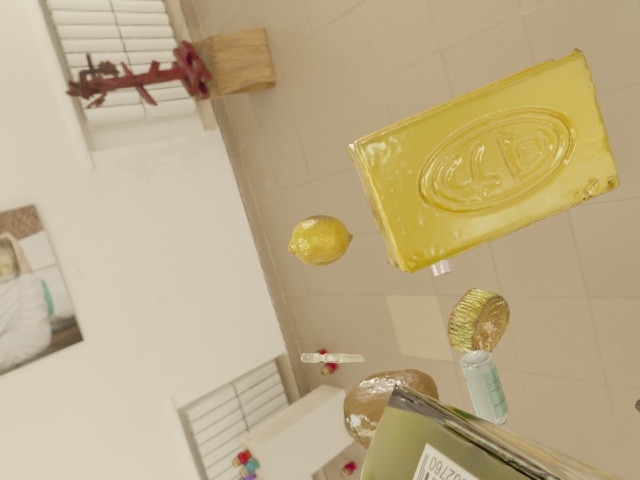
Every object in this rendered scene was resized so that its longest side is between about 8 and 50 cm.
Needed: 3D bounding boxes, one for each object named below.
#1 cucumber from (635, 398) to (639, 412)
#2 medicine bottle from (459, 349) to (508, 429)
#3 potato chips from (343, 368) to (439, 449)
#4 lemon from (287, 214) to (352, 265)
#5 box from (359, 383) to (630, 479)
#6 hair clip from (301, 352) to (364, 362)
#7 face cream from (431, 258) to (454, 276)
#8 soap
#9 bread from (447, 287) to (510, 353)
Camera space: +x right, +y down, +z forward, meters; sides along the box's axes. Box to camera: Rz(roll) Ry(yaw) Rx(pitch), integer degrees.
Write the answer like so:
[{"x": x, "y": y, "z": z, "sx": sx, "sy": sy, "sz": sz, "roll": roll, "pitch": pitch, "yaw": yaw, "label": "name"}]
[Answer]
[{"x": 1.051, "y": 0.539, "z": 1.515, "sx": 0.052, "sy": 0.214, "sz": 0.058, "roll": 35, "pitch": 92, "yaw": 12, "label": "cucumber"}, {"x": 0.560, "y": 0.541, "z": 1.613, "sx": 0.110, "sy": 0.110, "sz": 0.352, "roll": -5, "pitch": 109, "yaw": 51, "label": "medicine bottle"}, {"x": 0.136, "y": 0.333, "z": 0.972, "sx": 0.201, "sy": 0.049, "sz": 0.150, "roll": -16, "pitch": 55, "yaw": 17, "label": "potato chips"}, {"x": 0.000, "y": 0.000, "z": 1.783, "sx": 0.188, "sy": 0.256, "sz": 0.189, "roll": 167, "pitch": 90, "yaw": -68, "label": "lemon"}, {"x": 0.285, "y": 0.298, "z": 0.419, "sx": 0.138, "sy": 0.419, "sz": 0.373, "roll": -66, "pitch": 16, "yaw": -8, "label": "box"}, {"x": 0.037, "y": 0.396, "z": 1.644, "sx": 0.225, "sy": 0.072, "sz": 0.034, "roll": -7, "pitch": 75, "yaw": 31, "label": "hair clip"}, {"x": 0.457, "y": 0.038, "z": 1.910, "sx": 0.057, "sy": 0.084, "sz": 0.199, "roll": 104, "pitch": 153, "yaw": -81, "label": "face cream"}, {"x": 0.220, "y": -0.100, "z": 0.664, "sx": 0.096, "sy": 0.324, "sz": 0.205, "roll": -109, "pitch": -4, "yaw": -81, "label": "soap"}, {"x": 0.596, "y": 0.315, "z": 1.853, "sx": 0.142, "sy": 0.253, "sz": 0.228, "roll": 23, "pitch": 149, "yaw": 47, "label": "bread"}]
